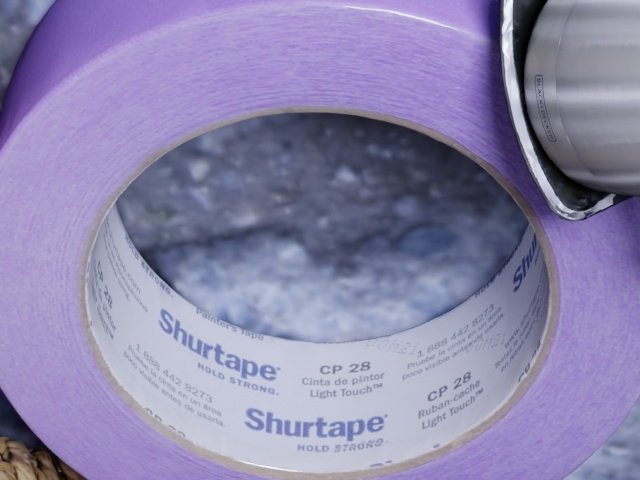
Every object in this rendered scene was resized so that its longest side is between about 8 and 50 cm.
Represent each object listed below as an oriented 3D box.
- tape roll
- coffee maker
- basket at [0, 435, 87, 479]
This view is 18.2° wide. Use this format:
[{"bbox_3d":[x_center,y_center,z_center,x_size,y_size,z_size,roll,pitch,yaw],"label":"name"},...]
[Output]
[{"bbox_3d":[0.000,0.000,0.811,0.274,0.090,0.275,1,128,1],"label":"tape roll"},{"bbox_3d":[0.173,-0.073,0.656,0.178,0.171,0.120,8,141,56],"label":"coffee maker"},{"bbox_3d":[-0.123,0.257,0.934,0.223,0.213,0.299,20,109,-35],"label":"basket"}]
